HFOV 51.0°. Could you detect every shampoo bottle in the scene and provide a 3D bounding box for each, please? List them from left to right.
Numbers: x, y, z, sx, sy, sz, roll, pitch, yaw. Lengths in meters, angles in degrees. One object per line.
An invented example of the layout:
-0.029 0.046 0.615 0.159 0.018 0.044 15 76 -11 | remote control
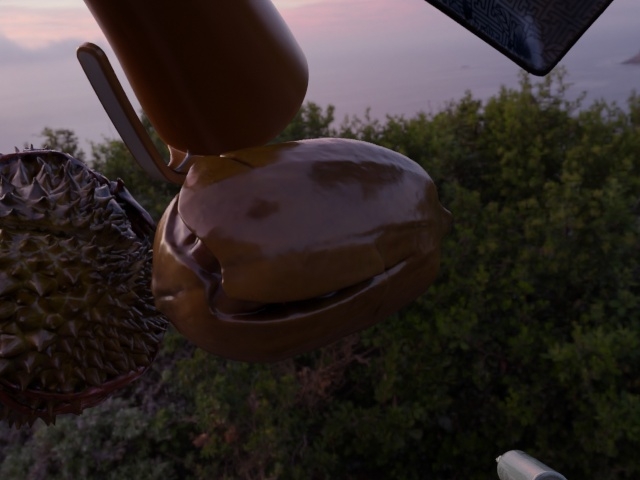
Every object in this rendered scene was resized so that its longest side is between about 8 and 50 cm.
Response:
0.274 0.317 0.910 0.056 0.056 0.195 -8 -4 -5 | shampoo bottle

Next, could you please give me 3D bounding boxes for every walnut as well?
0.000 0.000 0.650 0.336 0.209 0.209 -10 15 -32 | walnut

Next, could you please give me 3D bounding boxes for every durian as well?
-0.352 0.052 0.822 0.347 0.348 0.384 -16 6 -30 | durian

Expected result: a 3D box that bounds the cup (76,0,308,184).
-0.134 -0.188 0.631 0.182 0.226 0.264 13 -21 22 | cup

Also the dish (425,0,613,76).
0.187 -0.293 0.648 0.243 0.182 0.080 21 32 -32 | dish
